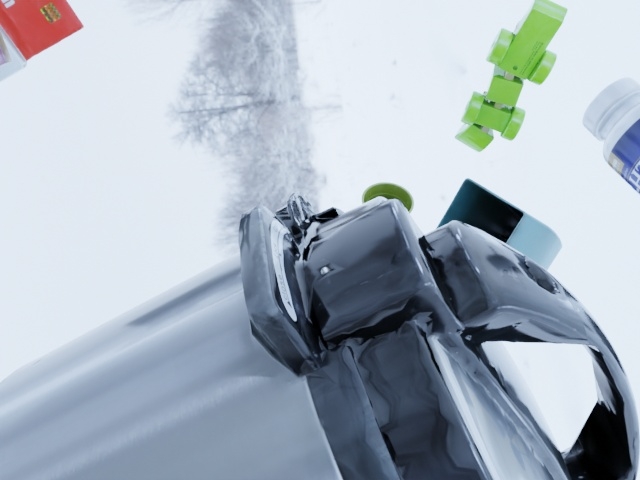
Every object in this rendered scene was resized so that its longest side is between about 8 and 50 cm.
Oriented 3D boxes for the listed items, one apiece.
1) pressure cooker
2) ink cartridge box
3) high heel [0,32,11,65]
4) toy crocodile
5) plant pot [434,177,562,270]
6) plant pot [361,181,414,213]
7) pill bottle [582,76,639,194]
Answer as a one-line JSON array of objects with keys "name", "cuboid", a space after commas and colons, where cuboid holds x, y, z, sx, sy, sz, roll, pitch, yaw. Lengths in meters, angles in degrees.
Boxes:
[{"name": "pressure cooker", "cuboid": [0.006, 0.170, 0.480, 0.375, 0.420, 0.370, 65, -169, 8]}, {"name": "ink cartridge box", "cuboid": [-0.559, -0.395, 1.103, 0.275, 0.239, 0.060, 59, 179, -25]}, {"name": "high heel", "cuboid": [-0.342, -0.202, 0.551, 0.082, 0.117, 0.244, 47, 159, 15]}, {"name": "toy crocodile", "cuboid": [0.356, -0.304, 1.326, 0.105, 0.115, 0.340, -68, -2, -47]}, {"name": "plant pot", "cuboid": [0.381, 0.005, 1.431, 0.166, 0.234, 0.165, 42, 109, 46]}, {"name": "plant pot", "cuboid": [0.104, -0.038, 1.122, 0.079, 0.083, 0.083, 95, 169, -51]}, {"name": "pill bottle", "cuboid": [0.422, -0.114, 0.866, 0.186, 0.112, 0.112, 56, 163, 31]}]
